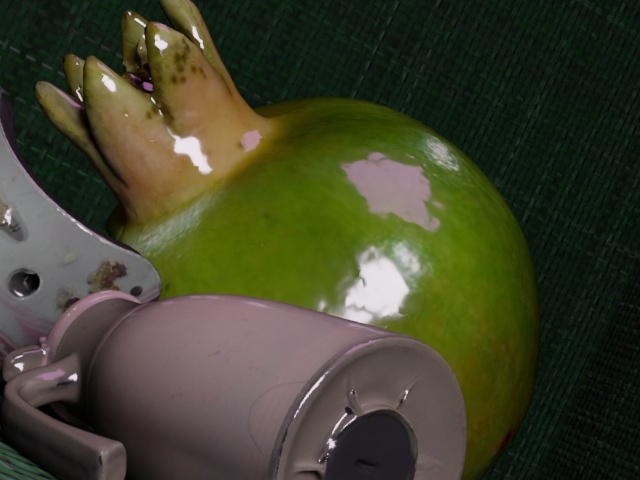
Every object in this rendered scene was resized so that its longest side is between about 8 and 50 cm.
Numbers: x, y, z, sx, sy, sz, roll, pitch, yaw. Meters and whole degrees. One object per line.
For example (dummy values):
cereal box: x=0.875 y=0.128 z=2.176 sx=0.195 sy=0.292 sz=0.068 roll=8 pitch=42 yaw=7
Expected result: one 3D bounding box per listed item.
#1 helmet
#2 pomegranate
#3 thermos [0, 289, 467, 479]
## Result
helmet: x=-0.162 y=0.020 z=0.838 sx=0.153 sy=0.107 sz=0.177 roll=46 pitch=-18 yaw=13
pomegranate: x=0.000 y=0.000 z=0.970 sx=0.359 sy=0.216 sz=0.310 roll=59 pitch=-2 yaw=-19
thermos: x=-0.055 y=0.071 z=0.673 sx=0.137 sy=0.105 sz=0.193 roll=-14 pitch=21 yaw=-41
